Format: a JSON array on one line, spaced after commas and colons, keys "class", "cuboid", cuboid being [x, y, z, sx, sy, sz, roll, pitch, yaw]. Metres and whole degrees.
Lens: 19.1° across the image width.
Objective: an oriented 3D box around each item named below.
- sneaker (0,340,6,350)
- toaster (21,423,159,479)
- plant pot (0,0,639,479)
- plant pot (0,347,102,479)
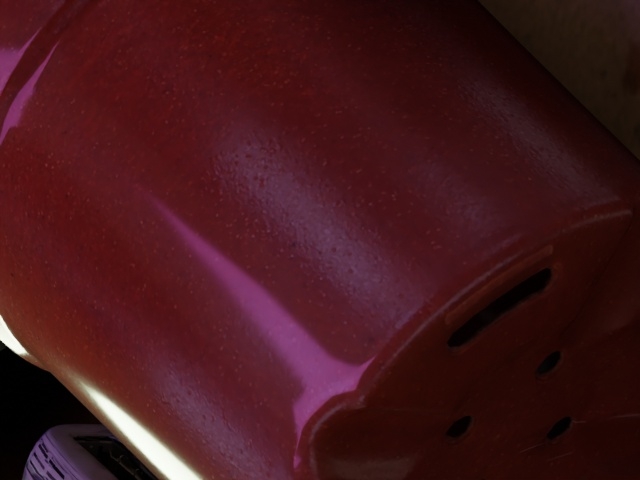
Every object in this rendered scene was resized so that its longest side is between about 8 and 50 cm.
[{"class": "sneaker", "cuboid": [-0.105, -0.090, 0.951, 0.122, 0.146, 0.330, -25, 50, 59]}, {"class": "toaster", "cuboid": [-0.091, 0.187, 0.986, 0.227, 0.129, 0.146, 29, 110, 57]}, {"class": "plant pot", "cuboid": [0.000, 0.000, 0.753, 0.265, 0.272, 0.272, 45, 126, 37]}, {"class": "plant pot", "cuboid": [-0.217, 0.036, 1.135, 0.230, 0.215, 0.215, -131, 50, -65]}]
